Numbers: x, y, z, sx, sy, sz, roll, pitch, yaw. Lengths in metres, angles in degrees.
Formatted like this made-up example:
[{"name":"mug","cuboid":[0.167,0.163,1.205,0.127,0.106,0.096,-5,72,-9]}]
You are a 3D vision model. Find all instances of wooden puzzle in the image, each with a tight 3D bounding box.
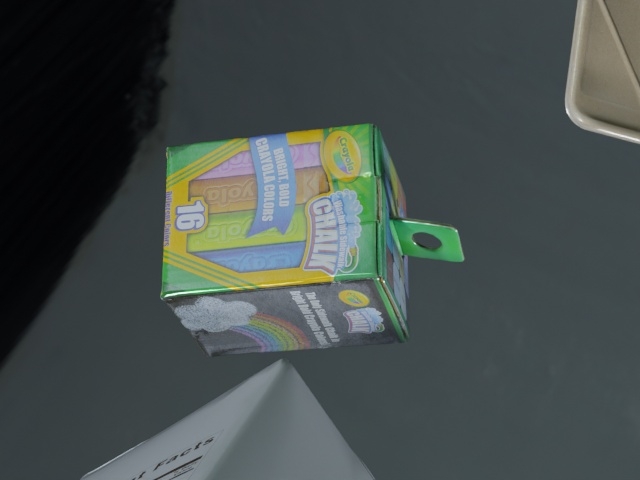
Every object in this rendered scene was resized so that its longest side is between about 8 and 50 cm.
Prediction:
[{"name":"wooden puzzle","cuboid":[0.301,-0.195,1.253,0.221,0.238,0.044,10,172,-37]}]

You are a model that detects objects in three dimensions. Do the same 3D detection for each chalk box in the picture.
[{"name":"chalk box","cuboid":[0.000,0.000,1.072,0.213,0.132,0.132,-6,154,10]}]

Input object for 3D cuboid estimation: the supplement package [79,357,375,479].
[{"name":"supplement package","cuboid":[-0.074,0.224,0.745,0.175,0.293,0.177,-32,98,23]}]
